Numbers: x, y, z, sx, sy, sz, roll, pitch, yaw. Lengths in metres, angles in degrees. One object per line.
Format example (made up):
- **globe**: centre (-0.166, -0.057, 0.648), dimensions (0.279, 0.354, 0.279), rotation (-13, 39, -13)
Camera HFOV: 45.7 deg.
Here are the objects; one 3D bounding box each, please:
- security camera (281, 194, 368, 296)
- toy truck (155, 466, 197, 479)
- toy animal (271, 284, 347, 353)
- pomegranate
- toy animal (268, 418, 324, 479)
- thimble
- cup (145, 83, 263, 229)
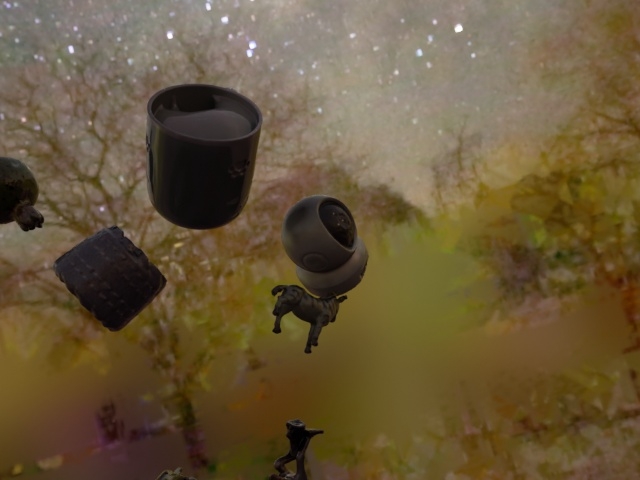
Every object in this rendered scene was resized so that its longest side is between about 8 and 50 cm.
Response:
- **security camera**: centre (0.000, 0.000, 1.838), dimensions (0.194, 0.195, 0.236), rotation (-18, -49, 12)
- **toy truck**: centre (-0.270, 0.732, 1.852), dimensions (0.181, 0.405, 0.254), rotation (-52, 20, -24)
- **toy animal**: centre (-0.028, 0.154, 1.728), dimensions (0.073, 0.176, 0.217), rotation (-23, -50, 40)
- **pomegranate**: centre (-0.849, -0.118, 2.056), dimensions (0.202, 0.248, 0.202), rotation (-45, -15, -15)
- **toy animal**: centre (-0.051, 0.579, 1.758), dimensions (0.090, 0.324, 0.195), rotation (10, 23, 32)
- **thimble**: centre (-0.449, 0.081, 1.646), dimensions (0.172, 0.205, 0.236), rotation (-40, -10, -15)
- **cup**: centre (-0.271, -0.216, 1.827), dimensions (0.259, 0.275, 0.357), rotation (16, 37, 4)
